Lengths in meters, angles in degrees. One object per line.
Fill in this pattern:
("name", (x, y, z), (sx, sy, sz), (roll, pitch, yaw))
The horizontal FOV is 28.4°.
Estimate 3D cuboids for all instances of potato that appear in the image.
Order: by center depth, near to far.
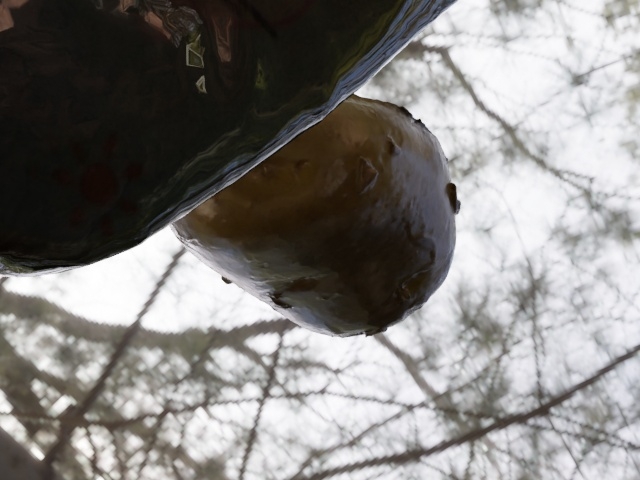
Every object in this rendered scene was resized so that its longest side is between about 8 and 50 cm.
("potato", (0.000, 0.000, 0.726), (0.164, 0.200, 0.081), (-31, -128, 23))

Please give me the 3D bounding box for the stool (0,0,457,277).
("stool", (-0.128, -0.168, 0.495), (0.226, 0.310, 0.310), (-7, -154, 49))
